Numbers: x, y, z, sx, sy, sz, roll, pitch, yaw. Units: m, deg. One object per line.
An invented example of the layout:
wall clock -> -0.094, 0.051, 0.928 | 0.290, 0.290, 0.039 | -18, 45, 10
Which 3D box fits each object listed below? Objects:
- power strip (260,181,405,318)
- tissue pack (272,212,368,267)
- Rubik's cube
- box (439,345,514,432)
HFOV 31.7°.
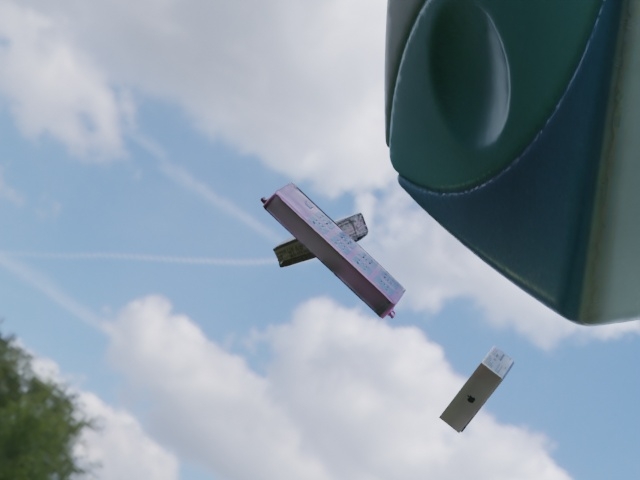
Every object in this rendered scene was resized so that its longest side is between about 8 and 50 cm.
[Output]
power strip -> 0.025, 0.014, 1.776 | 0.279, 0.037, 0.109 | 43, 17, 2
tissue pack -> 0.000, 0.000, 1.929 | 0.156, 0.112, 0.051 | -17, -84, 63
Rubik's cube -> 0.275, -0.166, 0.957 | 0.351, 0.352, 0.347 | 45, -38, 51
box -> 0.279, 0.264, 2.003 | 0.051, 0.129, 0.130 | 38, 18, 11
